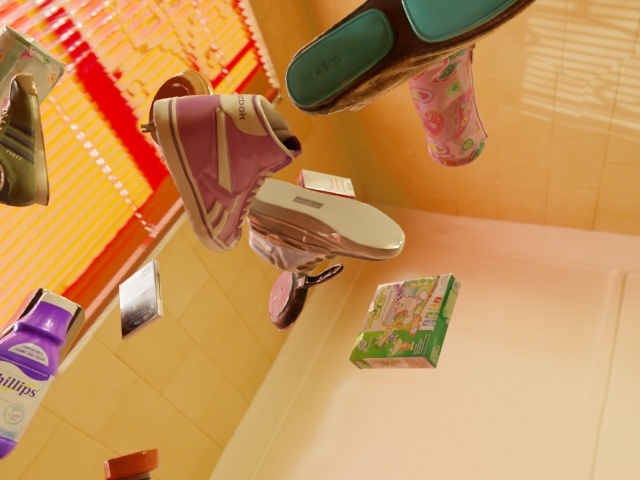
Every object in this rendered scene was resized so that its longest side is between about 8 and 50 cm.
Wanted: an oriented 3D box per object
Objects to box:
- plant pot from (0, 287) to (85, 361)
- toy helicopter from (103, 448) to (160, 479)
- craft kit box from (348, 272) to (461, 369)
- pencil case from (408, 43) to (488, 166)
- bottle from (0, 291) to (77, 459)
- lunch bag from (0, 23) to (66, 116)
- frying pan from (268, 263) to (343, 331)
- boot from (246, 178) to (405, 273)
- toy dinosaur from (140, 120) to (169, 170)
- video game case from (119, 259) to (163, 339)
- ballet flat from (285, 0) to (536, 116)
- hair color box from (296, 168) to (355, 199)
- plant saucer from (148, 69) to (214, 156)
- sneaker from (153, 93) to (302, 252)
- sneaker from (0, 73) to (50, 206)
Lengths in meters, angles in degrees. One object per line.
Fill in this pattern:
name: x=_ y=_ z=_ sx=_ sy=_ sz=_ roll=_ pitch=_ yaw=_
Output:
plant pot: x=-0.794 y=0.244 z=1.460 sx=0.167 sy=0.188 sz=0.187 roll=-37 pitch=-152 yaw=44
toy helicopter: x=-0.418 y=0.431 z=0.759 sx=0.235 sy=0.355 sz=0.140 roll=-35 pitch=-118 yaw=46
craft kit box: x=0.215 y=0.209 z=1.298 sx=0.246 sy=0.061 sz=0.250 roll=-20 pitch=-145 yaw=47
pencil case: x=0.229 y=-0.260 z=0.914 sx=0.124 sy=0.284 sz=0.124 roll=-12 pitch=-127 yaw=16
bottle: x=-0.533 y=0.230 z=0.895 sx=0.092 sy=0.118 sz=0.283 roll=-24 pitch=-141 yaw=49
lunch bag: x=-0.727 y=-0.375 z=1.188 sx=0.223 sy=0.160 sz=0.262 roll=-53 pitch=-151 yaw=0
frying pan: x=-0.062 y=0.150 z=1.351 sx=0.326 sy=0.053 sz=0.197 roll=-7 pitch=-116 yaw=63
boot: x=0.000 y=0.000 z=0.770 sx=0.258 sy=0.123 sz=0.095 roll=22 pitch=-139 yaw=23
toy dinosaur: x=-0.189 y=-0.150 z=0.798 sx=0.183 sy=0.093 sz=0.053 roll=-10 pitch=-152 yaw=-44
video game case: x=-0.515 y=0.171 z=1.444 sx=0.190 sy=0.022 sz=0.173 roll=-31 pitch=-122 yaw=31
ballet flat: x=0.111 y=-0.247 z=0.585 sx=0.348 sy=0.123 sz=0.123 roll=-22 pitch=-140 yaw=35
hair color box: x=0.014 y=-0.135 z=1.312 sx=0.141 sy=0.043 sz=0.072 roll=9 pitch=-134 yaw=-21
plant saucer: x=-0.306 y=-0.270 z=1.085 sx=0.200 sy=0.037 sz=0.200 roll=-4 pitch=-97 yaw=35
sneaker: x=-0.100 y=-0.076 z=0.672 sx=0.161 sy=0.282 sz=0.102 roll=-9 pitch=-119 yaw=-4
sneaker: x=-0.443 y=-0.141 z=0.717 sx=0.086 sy=0.192 sz=0.064 roll=-7 pitch=-174 yaw=-33
